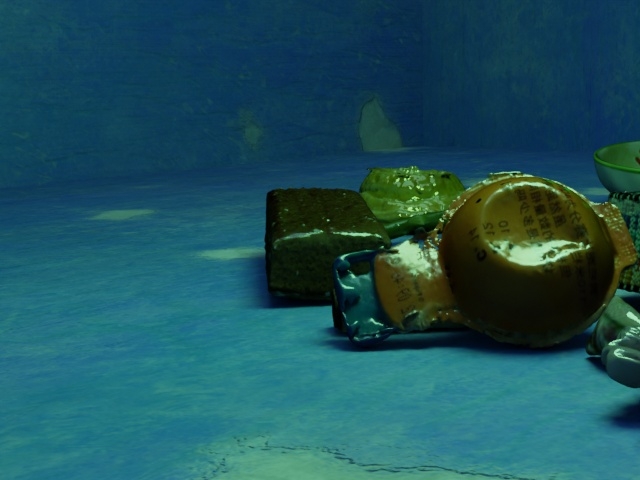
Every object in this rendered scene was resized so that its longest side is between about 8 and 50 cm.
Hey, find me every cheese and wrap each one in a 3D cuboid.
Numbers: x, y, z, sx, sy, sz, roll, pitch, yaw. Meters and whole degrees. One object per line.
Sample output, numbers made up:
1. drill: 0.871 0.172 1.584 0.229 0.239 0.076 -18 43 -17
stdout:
1. cheese: 0.178 0.028 1.176 0.329 0.217 0.129 -15 -28 -3

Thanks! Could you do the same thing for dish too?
1. dish: 0.717 -0.114 2.191 0.324 0.124 0.324 -2 16 1

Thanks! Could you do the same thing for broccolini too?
1. broccolini: 0.215 -0.016 1.872 0.392 0.079 0.074 -14 24 -25

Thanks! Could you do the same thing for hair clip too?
1. hair clip: 0.313 0.105 0.959 0.172 0.069 0.300 -3 9 -11

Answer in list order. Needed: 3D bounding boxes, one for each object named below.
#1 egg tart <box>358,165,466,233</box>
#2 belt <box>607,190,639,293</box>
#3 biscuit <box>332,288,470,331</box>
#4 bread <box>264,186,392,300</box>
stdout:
1. egg tart: 0.182 -0.082 2.077 0.290 0.116 0.290 0 10 0
2. belt: 0.456 0.016 1.279 0.207 0.150 0.257 4 4 -40
3. biscuit: 0.107 0.076 1.246 0.187 0.052 0.056 -3 21 -7
4. bread: 0.000 0.000 1.565 0.165 0.113 0.416 -3 10 -3
